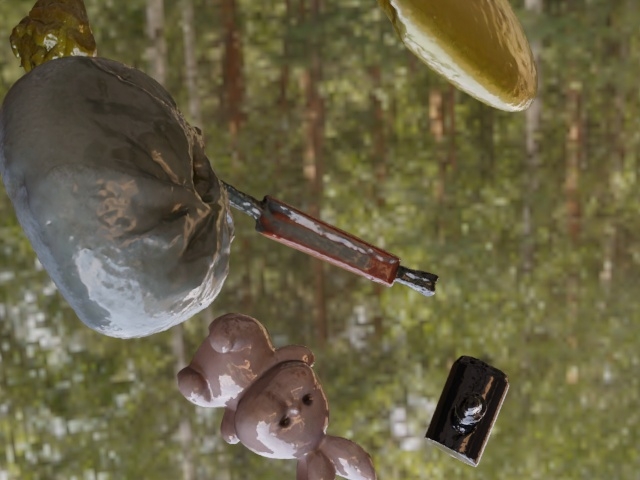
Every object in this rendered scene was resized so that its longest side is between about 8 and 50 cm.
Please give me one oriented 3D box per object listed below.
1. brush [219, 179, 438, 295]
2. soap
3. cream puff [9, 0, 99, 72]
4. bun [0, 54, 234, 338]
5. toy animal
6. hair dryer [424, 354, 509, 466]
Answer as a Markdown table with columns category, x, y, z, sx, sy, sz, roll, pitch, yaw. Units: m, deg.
| category | x | y | z | sx | sy | sz | roll | pitch | yaw |
| --- | --- | --- | --- | --- | --- | --- | --- | --- | --- |
| brush | 0.000 | 0.001 | 2.064 | 0.323 | 0.051 | 0.070 | 25 | -177 | -2 |
| soap | 0.133 | -0.316 | 1.983 | 0.427 | 0.115 | 0.306 | 31 | -152 | -45 |
| cream puff | -0.369 | -0.271 | 2.214 | 0.116 | 0.146 | 0.146 | -12 | -160 | -8 |
| bun | -0.220 | -0.062 | 1.821 | 0.194 | 0.354 | 0.354 | -26 | -164 | 11 |
| toy animal | -0.032 | 0.166 | 1.568 | 0.212 | 0.124 | 0.124 | 40 | -145 | 16 |
| hair dryer | 0.164 | 0.176 | 1.767 | 0.071 | 0.114 | 0.248 | 21 | 169 | 9 |
